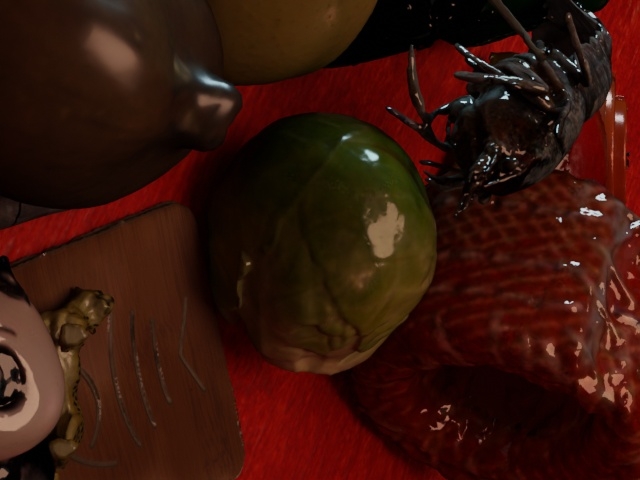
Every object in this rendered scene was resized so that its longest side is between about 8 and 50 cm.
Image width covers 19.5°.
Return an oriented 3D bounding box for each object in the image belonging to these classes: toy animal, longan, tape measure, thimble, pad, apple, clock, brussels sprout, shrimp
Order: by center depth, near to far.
[{"bbox_3d":[-0.291,0.129,1.412,0.187,0.165,0.235,-2,124,-16],"label":"toy animal"},{"bbox_3d":[-0.205,-0.143,1.492,0.300,0.300,0.243,9,107,-50],"label":"longan"},{"bbox_3d":[-0.220,0.131,1.585,0.136,0.073,0.181,3,88,-86],"label":"toy animal"},{"bbox_3d":[-0.065,-0.271,1.667,0.279,0.279,0.279,3,86,-51],"label":"apple"},{"bbox_3d":[-0.184,0.131,1.701,0.284,0.018,0.286,-25,107,-48],"label":"pad"},{"bbox_3d":[0.000,0.000,1.781,0.244,0.244,0.244,3,86,-51],"label":"brussels sprout"},{"bbox_3d":[0.195,-0.140,1.818,0.410,0.166,0.221,-28,154,-50],"label":"shrimp"},{"bbox_3d":[0.065,-0.245,1.863,0.202,0.223,0.135,-37,110,-56],"label":"tape measure"},{"bbox_3d":[0.205,0.101,1.930,0.350,0.350,0.230,49,52,-37],"label":"thimble"},{"bbox_3d":[0.351,-0.104,2.277,0.205,0.051,0.205,0,90,-80],"label":"clock"}]

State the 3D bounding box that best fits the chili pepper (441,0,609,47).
[{"bbox_3d":[0.198,-0.343,2.031,0.257,0.233,0.248,-19,99,-43],"label":"chili pepper"}]

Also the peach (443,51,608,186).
[{"bbox_3d":[0.242,-0.073,2.124,0.159,0.154,0.267,49,53,-39],"label":"peach"}]

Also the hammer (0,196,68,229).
[{"bbox_3d":[-0.325,0.002,1.523,0.427,0.044,0.152,-19,102,-51],"label":"hammer"}]
